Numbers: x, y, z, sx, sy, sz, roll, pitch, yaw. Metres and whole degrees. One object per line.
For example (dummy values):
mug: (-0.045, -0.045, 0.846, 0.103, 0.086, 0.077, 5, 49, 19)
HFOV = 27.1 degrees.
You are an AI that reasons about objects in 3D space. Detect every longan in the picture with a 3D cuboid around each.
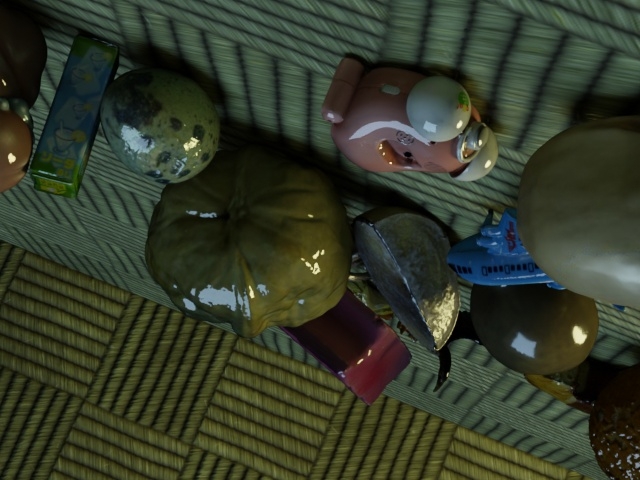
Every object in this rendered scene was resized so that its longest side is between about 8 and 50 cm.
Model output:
longan: (0.282, 0.093, 1.806, 0.185, 0.159, 0.204, 18, 155, 50)

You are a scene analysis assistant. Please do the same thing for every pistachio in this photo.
pistachio: (0.321, -0.026, 1.230, 0.299, 0.187, 0.187, 5, 159, 37)

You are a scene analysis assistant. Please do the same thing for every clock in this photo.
clock: (0.100, -0.117, 1.410, 0.162, 0.092, 0.166, 12, 163, 29)

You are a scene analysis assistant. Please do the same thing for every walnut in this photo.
walnut: (-0.101, 0.004, 1.855, 0.277, 0.282, 0.253, 93, 152, -66)

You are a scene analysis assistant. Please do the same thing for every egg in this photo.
egg: (-0.205, -0.149, 1.684, 0.141, 0.141, 0.182, 14, 166, 33)

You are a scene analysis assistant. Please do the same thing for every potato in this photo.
potato: (0.129, 0.027, 1.910, 0.120, 0.100, 0.261, 34, 157, 54)

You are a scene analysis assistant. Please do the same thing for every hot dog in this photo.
hot dog: (0.080, 0.112, 2.444, 0.169, 0.061, 0.078, 30, 164, -29)

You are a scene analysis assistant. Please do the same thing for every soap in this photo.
soap: (-0.031, 0.107, 2.225, 0.359, 0.128, 0.233, 39, 174, 21)

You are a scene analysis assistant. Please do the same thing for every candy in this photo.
candy: (-0.316, -0.158, 1.709, 0.062, 0.194, 0.097, 17, 168, -5)

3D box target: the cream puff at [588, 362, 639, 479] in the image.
cream puff: (0.564, 0.323, 2.073, 0.303, 0.212, 0.303, 16, 151, 9)

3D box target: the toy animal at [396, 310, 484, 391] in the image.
toy animal: (0.198, 0.148, 2.140, 0.273, 0.197, 0.160, 26, 171, -34)

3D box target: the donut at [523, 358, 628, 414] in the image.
donut: (0.448, 0.236, 2.271, 0.217, 0.085, 0.141, 27, 167, -13)

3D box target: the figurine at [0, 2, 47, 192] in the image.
figurine: (-0.513, -0.226, 1.730, 0.388, 0.248, 0.276, 7, 136, 43)

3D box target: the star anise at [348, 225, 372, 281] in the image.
star anise: (0.000, 0.001, 2.066, 0.231, 0.089, 0.209, 35, 174, -2)

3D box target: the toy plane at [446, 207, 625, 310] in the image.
toy plane: (0.266, 0.015, 1.630, 0.271, 0.105, 0.254, 11, 162, 47)

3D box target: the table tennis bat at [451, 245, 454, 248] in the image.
table tennis bat: (0.213, 0.029, 1.966, 0.236, 0.027, 0.150, 22, 166, -7)
